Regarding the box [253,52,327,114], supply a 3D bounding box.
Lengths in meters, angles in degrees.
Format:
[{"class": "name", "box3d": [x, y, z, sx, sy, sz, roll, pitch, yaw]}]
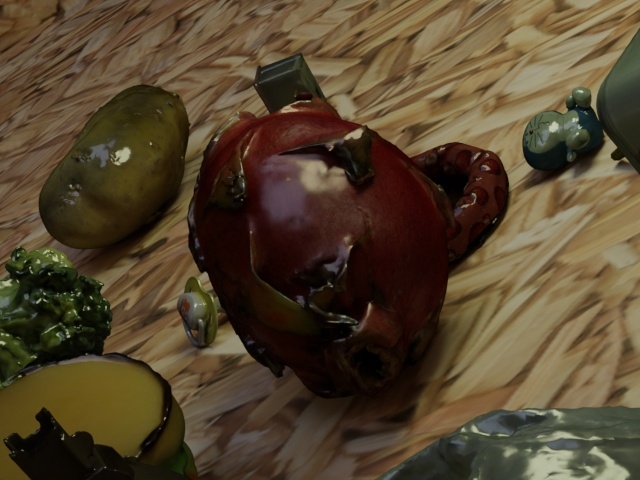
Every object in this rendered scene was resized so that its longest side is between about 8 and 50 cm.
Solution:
[{"class": "box", "box3d": [-0.036, -0.181, 2.382, 0.063, 0.085, 0.060, -23, 24, 16]}]

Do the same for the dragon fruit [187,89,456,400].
[{"class": "dragon fruit", "box3d": [0.001, 0.002, 1.737, 0.250, 0.250, 0.315, -35, 20, 2]}]

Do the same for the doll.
[{"class": "doll", "box3d": [0.230, -0.098, 1.866, 0.083, 0.050, 0.076, -19, 45, 33]}]

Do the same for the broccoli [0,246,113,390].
[{"class": "broccoli", "box3d": [-0.356, 0.109, 1.905, 0.288, 0.246, 0.248, -33, -2, -25]}]

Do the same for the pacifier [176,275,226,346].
[{"class": "pacifier", "box3d": [-0.114, 0.075, 2.039, 0.064, 0.068, 0.083, -9, 31, -25]}]

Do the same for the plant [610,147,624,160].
[{"class": "plant", "box3d": [0.292, -0.113, 1.758, 0.122, 0.104, 0.116, -52, -10, 29]}]

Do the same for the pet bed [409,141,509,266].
[{"class": "pet bed", "box3d": [0.097, -0.024, 1.910, 0.201, 0.053, 0.201, -28, 29, 17]}]

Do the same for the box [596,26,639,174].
[{"class": "box", "box3d": [0.337, -0.053, 1.298, 0.182, 0.312, 0.175, -23, 24, 51]}]

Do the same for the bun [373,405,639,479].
[{"class": "bun", "box3d": [0.107, 0.236, 1.157, 0.362, 0.211, 0.362, -32, 21, 14]}]

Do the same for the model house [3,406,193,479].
[{"class": "model house", "box3d": [-0.173, 0.247, 1.500, 0.204, 0.243, 0.211, -38, 22, -5]}]

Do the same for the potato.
[{"class": "potato", "box3d": [-0.248, -0.098, 2.455, 0.191, 0.141, 0.296, -42, 17, 32]}]

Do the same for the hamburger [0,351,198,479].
[{"class": "hamburger", "box3d": [-0.214, 0.221, 1.729, 0.237, 0.149, 0.237, -11, 30, 7]}]
